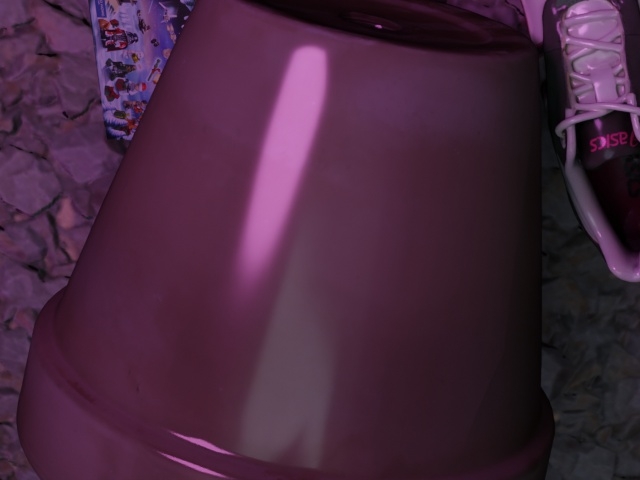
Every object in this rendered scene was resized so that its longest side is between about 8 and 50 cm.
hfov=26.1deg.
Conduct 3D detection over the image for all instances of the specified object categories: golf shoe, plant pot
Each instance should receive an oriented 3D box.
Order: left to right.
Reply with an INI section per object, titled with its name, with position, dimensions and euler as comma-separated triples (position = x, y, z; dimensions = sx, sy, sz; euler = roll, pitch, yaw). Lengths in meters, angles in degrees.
[plant pot]
position = 0.000, 0.000, 0.809
dimensions = 0.323, 0.323, 0.280
euler = 12, 109, 4
[golf shoe]
position = 0.171, -0.108, 0.801
dimensions = 0.105, 0.120, 0.273
euler = -11, 117, 19

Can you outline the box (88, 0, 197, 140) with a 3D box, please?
[box]
position = -0.099, -0.129, 0.893
dimensions = 0.094, 0.027, 0.137
euler = 2, 121, 9
